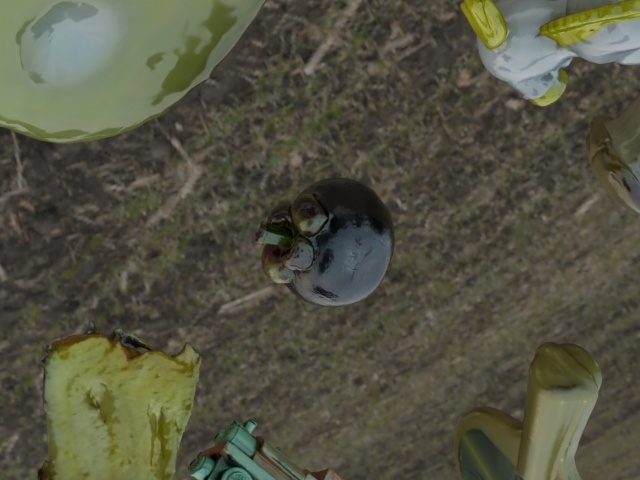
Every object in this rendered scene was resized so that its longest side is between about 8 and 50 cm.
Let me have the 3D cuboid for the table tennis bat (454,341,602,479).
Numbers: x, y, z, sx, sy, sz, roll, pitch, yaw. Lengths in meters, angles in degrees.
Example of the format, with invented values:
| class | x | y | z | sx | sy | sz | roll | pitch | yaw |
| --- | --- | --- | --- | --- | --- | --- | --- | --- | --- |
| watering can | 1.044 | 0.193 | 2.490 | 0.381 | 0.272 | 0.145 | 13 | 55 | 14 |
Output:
| class | x | y | z | sx | sy | sz | roll | pitch | yaw |
| --- | --- | --- | --- | --- | --- | --- | --- | --- | --- |
| table tennis bat | 0.176 | 0.191 | 0.794 | 0.050 | 0.198 | 0.321 | -26 | 140 | -20 |

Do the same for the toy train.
| class | x | y | z | sx | sy | sz | roll | pitch | yaw |
| --- | --- | --- | --- | --- | --- | --- | --- | --- | --- |
| toy train | -0.054 | 0.262 | 1.052 | 0.176 | 0.118 | 0.074 | 43 | 138 | -14 |

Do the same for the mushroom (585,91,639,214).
| class | x | y | z | sx | sy | sz | roll | pitch | yaw |
| --- | --- | --- | --- | --- | --- | --- | --- | --- | --- |
| mushroom | 0.424 | -0.166 | 0.918 | 0.407 | 0.154 | 0.137 | -46 | 172 | 35 |

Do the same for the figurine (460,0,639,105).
| class | x | y | z | sx | sy | sz | roll | pitch | yaw |
| --- | --- | --- | --- | --- | --- | --- | --- | --- | --- |
| figurine | 0.202 | -0.161 | 0.759 | 0.178 | 0.109 | 0.129 | 2 | -178 | 34 |

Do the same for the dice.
| class | x | y | z | sx | sy | sz | roll | pitch | yaw |
| --- | --- | --- | --- | --- | --- | --- | --- | --- | --- |
| dice | -0.172 | -0.216 | 0.581 | 0.233 | 0.238 | 0.226 | -50 | 148 | 13 |

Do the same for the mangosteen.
| class | x | y | z | sx | sy | sz | roll | pitch | yaw |
| --- | --- | --- | --- | --- | --- | --- | --- | --- | --- |
| mangosteen | 0.000 | 0.000 | 1.023 | 0.151 | 0.137 | 0.137 | 9 | 138 | -36 |

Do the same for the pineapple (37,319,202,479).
| class | x | y | z | sx | sy | sz | roll | pitch | yaw |
| --- | --- | --- | --- | --- | --- | --- | --- | --- | --- |
| pineapple | -0.159 | 0.182 | 0.742 | 0.114 | 0.186 | 0.237 | 7 | 115 | -8 |
